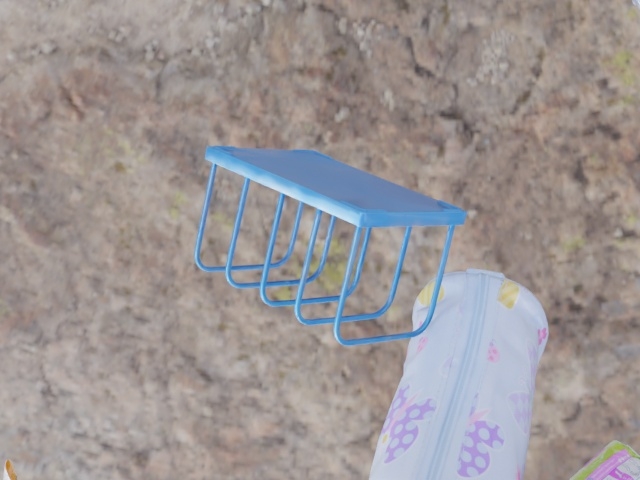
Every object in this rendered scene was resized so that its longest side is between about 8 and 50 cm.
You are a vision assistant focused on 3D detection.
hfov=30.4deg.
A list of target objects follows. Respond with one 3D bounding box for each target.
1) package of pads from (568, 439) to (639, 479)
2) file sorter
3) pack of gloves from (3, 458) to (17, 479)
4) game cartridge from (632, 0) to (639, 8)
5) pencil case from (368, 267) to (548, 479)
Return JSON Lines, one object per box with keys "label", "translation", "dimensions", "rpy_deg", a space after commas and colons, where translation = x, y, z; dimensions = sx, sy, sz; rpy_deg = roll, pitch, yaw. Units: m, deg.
{"label": "package of pads", "translation": [0.223, 0.350, 1.160], "dimensions": [0.101, 0.296, 0.229], "rpy_deg": [38, 136, 26]}
{"label": "file sorter", "translation": [0.000, 0.000, 0.904], "dimensions": [0.118, 0.170, 0.104], "rpy_deg": [-1, 110, -47]}
{"label": "pack of gloves", "translation": [-0.365, 0.388, 1.390], "dimensions": [0.046, 0.195, 0.232], "rpy_deg": [-13, 157, -24]}
{"label": "game cartridge", "translation": [0.450, -0.449, 1.568], "dimensions": [0.198, 0.297, 0.062], "rpy_deg": [-26, 144, 7]}
{"label": "pencil case", "translation": [0.097, 0.147, 0.876], "dimensions": [0.113, 0.273, 0.124], "rpy_deg": [-2, 131, 23]}
